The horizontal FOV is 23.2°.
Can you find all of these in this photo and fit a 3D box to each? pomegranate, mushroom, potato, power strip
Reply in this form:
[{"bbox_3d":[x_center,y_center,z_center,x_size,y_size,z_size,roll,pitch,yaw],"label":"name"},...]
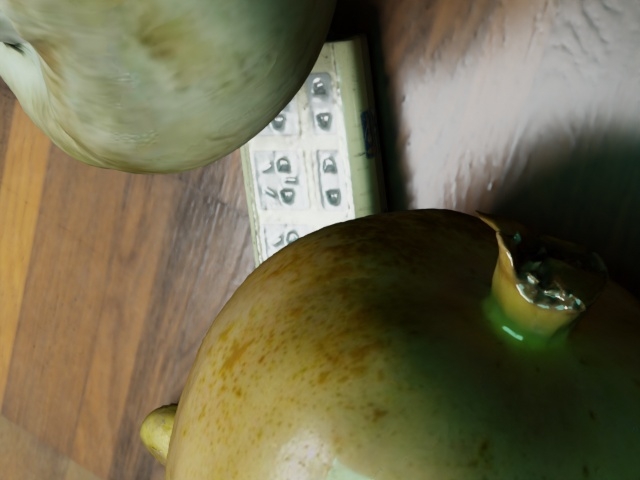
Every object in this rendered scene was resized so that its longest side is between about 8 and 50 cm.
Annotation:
[{"bbox_3d":[0.062,0.124,0.807,0.319,0.319,0.319,10,110,30],"label":"pomegranate"},{"bbox_3d":[-0.134,-0.189,0.815,0.260,0.352,0.352,-31,86,-8],"label":"mushroom"},{"bbox_3d":[-0.082,0.136,1.049,0.092,0.046,0.045,19,150,37],"label":"potato"},{"bbox_3d":[0.000,0.000,0.959,0.092,0.034,0.268,1,105,32],"label":"power strip"}]
